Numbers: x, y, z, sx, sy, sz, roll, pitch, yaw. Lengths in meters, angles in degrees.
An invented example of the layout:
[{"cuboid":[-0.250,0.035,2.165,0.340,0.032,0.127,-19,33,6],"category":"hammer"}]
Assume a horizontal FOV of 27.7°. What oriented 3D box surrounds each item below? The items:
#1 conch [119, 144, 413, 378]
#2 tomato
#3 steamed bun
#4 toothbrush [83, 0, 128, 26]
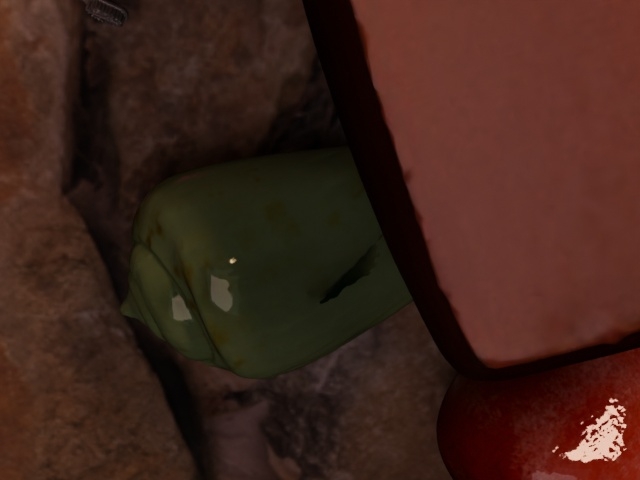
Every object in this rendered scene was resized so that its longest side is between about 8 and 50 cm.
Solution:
[{"cuboid":[-0.005,0.012,0.840,0.251,0.137,0.143,-10,93,-17],"category":"conch"},{"cuboid":[0.172,0.139,0.882,0.187,0.151,0.187,0,114,0],"category":"tomato"},{"cuboid":[0.111,-0.132,0.673,0.235,0.248,0.379,-17,103,4],"category":"steamed bun"},{"cuboid":[-0.194,-0.168,0.781,0.167,0.014,0.011,24,125,-13],"category":"toothbrush"}]
